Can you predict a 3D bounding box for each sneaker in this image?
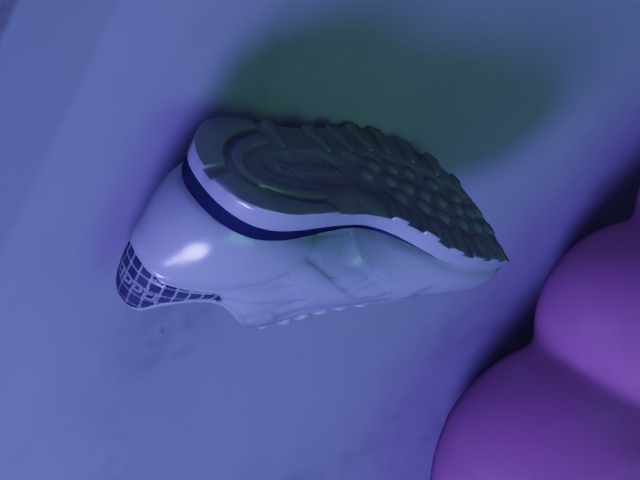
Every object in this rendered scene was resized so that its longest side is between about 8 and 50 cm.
[{"bbox_3d":[0.000,0.000,0.969,0.235,0.090,0.095,10,125,-45],"label":"sneaker"}]

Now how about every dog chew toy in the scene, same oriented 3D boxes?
[{"bbox_3d":[0.206,0.082,1.148,0.206,0.206,0.332,25,93,-52],"label":"dog chew toy"}]
